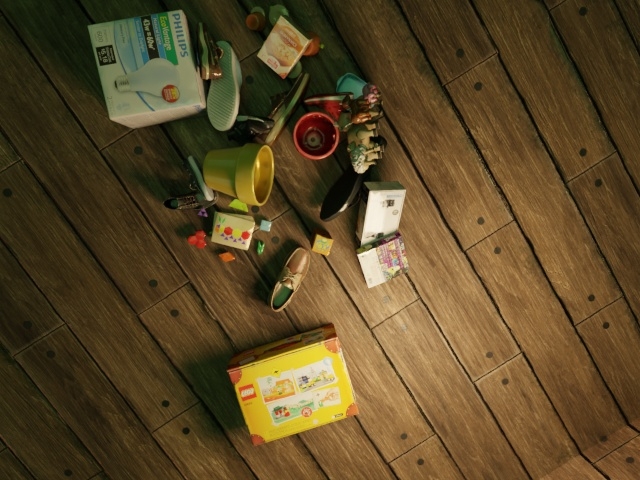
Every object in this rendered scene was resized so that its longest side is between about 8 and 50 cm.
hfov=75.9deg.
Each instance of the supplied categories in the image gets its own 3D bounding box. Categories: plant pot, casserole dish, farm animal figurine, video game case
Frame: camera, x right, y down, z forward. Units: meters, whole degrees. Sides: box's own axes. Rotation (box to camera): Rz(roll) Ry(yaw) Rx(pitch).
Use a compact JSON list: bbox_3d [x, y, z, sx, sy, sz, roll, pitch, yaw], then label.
[{"bbox_3d":[-0.346,-0.285,1.716,0.239,0.254,0.254,8,97,10],"label":"plant pot"},{"bbox_3d":[0.155,-0.646,1.798,0.188,0.037,0.114,33,94,-6],"label":"casserole dish"},{"bbox_3d":[0.151,-0.453,1.651,0.172,0.330,0.327,-4,108,21],"label":"farm animal figurine"},{"bbox_3d":[-0.023,-0.436,1.742,0.191,0.174,0.191,0,97,-3],"label":"plant pot"},{"bbox_3d":[0.281,0.092,1.841,0.210,0.042,0.232,-23,130,0],"label":"video game case"}]

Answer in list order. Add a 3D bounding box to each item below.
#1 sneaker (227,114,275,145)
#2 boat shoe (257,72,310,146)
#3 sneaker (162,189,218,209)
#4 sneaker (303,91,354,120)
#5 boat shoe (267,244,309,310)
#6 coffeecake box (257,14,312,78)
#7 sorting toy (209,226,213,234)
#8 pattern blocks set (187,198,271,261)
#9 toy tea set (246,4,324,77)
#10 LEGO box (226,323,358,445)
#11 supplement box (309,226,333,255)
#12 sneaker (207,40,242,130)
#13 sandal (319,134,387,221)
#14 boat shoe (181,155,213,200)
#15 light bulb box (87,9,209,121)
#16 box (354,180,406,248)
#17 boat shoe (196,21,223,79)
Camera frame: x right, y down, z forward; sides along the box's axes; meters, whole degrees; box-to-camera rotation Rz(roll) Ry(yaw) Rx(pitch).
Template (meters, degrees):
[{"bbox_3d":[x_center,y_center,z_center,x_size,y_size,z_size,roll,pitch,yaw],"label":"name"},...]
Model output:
[{"bbox_3d":[-0.289,-0.452,1.704,0.107,0.283,0.124,-4,106,-44],"label":"sneaker"},{"bbox_3d":[-0.168,-0.574,1.745,0.123,0.123,0.342,33,103,-3],"label":"boat shoe"},{"bbox_3d":[-0.556,-0.167,1.768,0.222,0.118,0.083,-14,98,-3],"label":"sneaker"},{"bbox_3d":[0.038,-0.566,1.776,0.221,0.087,0.128,1,119,17],"label":"sneaker"},{"bbox_3d":[-0.137,0.179,1.841,0.123,0.116,0.324,23,95,-6],"label":"boat shoe"},{"bbox_3d":[-0.145,-0.781,1.661,0.142,0.068,0.185,39,123,-8],"label":"coffeecake box"},{"bbox_3d":[-0.457,-0.043,1.844,0.083,0.012,0.062,-37,98,1],"label":"sorting toy"},{"bbox_3d":[-0.395,-0.046,1.829,0.324,0.026,0.285,23,100,-12],"label":"pattern blocks set"},{"bbox_3d":[-0.150,-0.863,1.731,0.336,0.124,0.200,46,122,-11],"label":"toy tea set"},{"bbox_3d":[-0.119,0.646,1.863,0.500,0.193,0.373,-16,98,-2],"label":"LEGO box"},{"bbox_3d":[0.000,0.000,1.769,0.078,0.233,0.080,19,95,-6],"label":"supplement box"},{"bbox_3d":[-0.373,-0.616,1.693,0.135,0.150,0.366,1,85,15],"label":"sneaker"},{"bbox_3d":[0.161,-0.251,1.794,0.107,0.167,0.446,34,93,-31],"label":"sandal"},{"bbox_3d":[-0.532,-0.257,1.755,0.076,0.080,0.229,-30,78,5],"label":"boat shoe"},{"bbox_3d":[-0.660,-0.670,1.645,0.361,0.225,0.358,-11,98,-1],"label":"light bulb box"},{"bbox_3d":[0.254,-0.106,1.777,0.169,0.087,0.290,-3,124,-15],"label":"box"},{"bbox_3d":[-0.431,-0.737,1.609,0.095,0.095,0.258,-4,73,-19],"label":"boat shoe"}]
